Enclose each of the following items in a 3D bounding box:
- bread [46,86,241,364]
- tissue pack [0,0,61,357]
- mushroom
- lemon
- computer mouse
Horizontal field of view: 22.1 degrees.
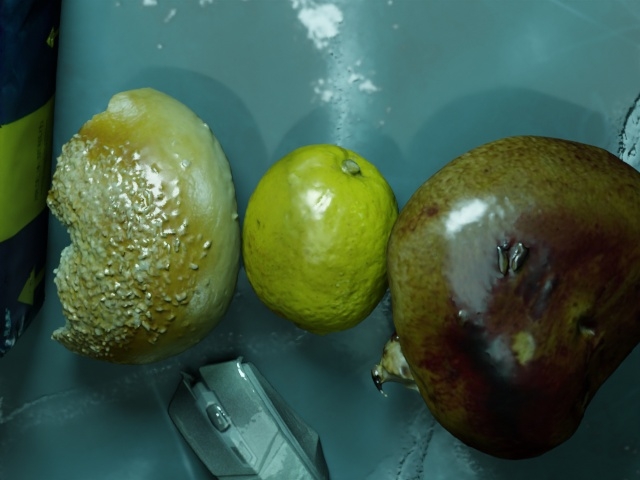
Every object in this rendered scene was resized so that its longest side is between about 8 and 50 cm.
[{"bbox_3d":[-0.183,0.016,1.729,0.192,0.171,0.314,33,117,33],"label":"bread"},{"bbox_3d":[-0.417,-0.104,1.697,0.264,0.253,0.416,8,110,3],"label":"tissue pack"},{"bbox_3d":[0.196,0.048,1.707,0.345,0.259,0.345,-8,108,-27],"label":"mushroom"},{"bbox_3d":[0.000,0.000,1.731,0.170,0.170,0.207,16,116,1],"label":"lemon"},{"bbox_3d":[-0.080,0.234,1.862,0.126,0.071,0.231,-35,100,15],"label":"computer mouse"}]
